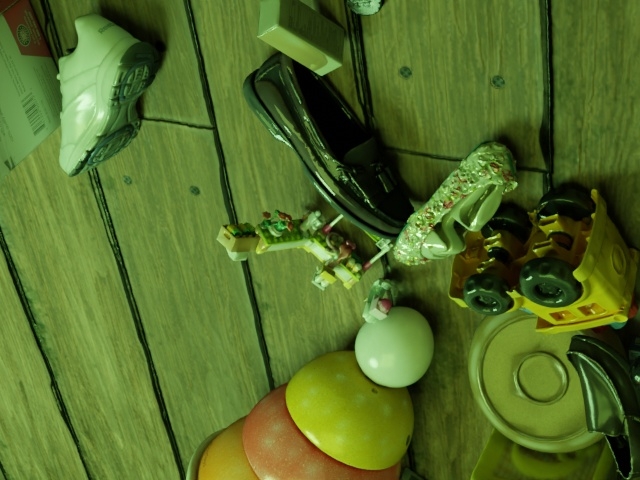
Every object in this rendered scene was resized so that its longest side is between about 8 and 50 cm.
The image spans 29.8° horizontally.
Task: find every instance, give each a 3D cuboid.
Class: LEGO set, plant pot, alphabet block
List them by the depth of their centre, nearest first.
[{"bbox_3d":[0.314,0.190,1.691,0.236,0.032,0.236,5,101,27],"label":"plant pot"},{"bbox_3d":[0.000,0.000,1.718,0.287,0.132,0.107,28,134,-24],"label":"LEGO set"},{"bbox_3d":[0.347,0.378,1.787,0.193,0.193,0.197,5,128,25],"label":"alphabet block"}]

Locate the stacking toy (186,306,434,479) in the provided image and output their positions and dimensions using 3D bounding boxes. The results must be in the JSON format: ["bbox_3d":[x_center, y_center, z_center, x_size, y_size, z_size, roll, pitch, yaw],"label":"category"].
[{"bbox_3d":[0.031,0.295,1.869,0.351,0.350,0.479,33,121,2],"label":"stacking toy"}]

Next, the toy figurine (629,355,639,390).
[{"bbox_3d":[0.486,0.126,1.447,0.209,0.148,0.213,31,112,50],"label":"toy figurine"}]

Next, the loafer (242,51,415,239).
[{"bbox_3d":[0.025,-0.129,1.617,0.302,0.109,0.095,46,131,-7],"label":"loafer"}]

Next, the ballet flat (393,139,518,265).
[{"bbox_3d":[0.177,-0.031,1.591,0.241,0.091,0.077,-55,48,37],"label":"ballet flat"}]

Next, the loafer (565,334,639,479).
[{"bbox_3d":[0.386,0.224,1.588,0.220,0.078,0.080,57,161,-6],"label":"loafer"}]

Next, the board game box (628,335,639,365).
[{"bbox_3d":[0.527,0.206,1.648,0.201,0.035,0.136,8,129,25],"label":"board game box"}]

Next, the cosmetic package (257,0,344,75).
[{"bbox_3d":[-0.024,-0.263,1.527,0.115,0.060,0.041,27,145,-37],"label":"cosmetic package"}]

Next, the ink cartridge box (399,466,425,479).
[{"bbox_3d":[0.168,0.516,2.108,0.189,0.066,0.232,34,132,0],"label":"ink cartridge box"}]

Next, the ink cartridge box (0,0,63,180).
[{"bbox_3d":[-0.510,-0.202,1.739,0.117,0.283,0.207,4,127,28],"label":"ink cartridge box"}]

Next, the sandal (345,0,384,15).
[{"bbox_3d":[0.031,-0.351,1.468,0.067,0.040,0.179,-3,125,32],"label":"sandal"}]

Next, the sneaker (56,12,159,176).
[{"bbox_3d":[-0.332,-0.213,1.775,0.129,0.111,0.297,45,133,13],"label":"sneaker"}]

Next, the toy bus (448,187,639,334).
[{"bbox_3d":[0.313,0.056,1.590,0.220,0.149,0.211,-17,132,41],"label":"toy bus"}]
